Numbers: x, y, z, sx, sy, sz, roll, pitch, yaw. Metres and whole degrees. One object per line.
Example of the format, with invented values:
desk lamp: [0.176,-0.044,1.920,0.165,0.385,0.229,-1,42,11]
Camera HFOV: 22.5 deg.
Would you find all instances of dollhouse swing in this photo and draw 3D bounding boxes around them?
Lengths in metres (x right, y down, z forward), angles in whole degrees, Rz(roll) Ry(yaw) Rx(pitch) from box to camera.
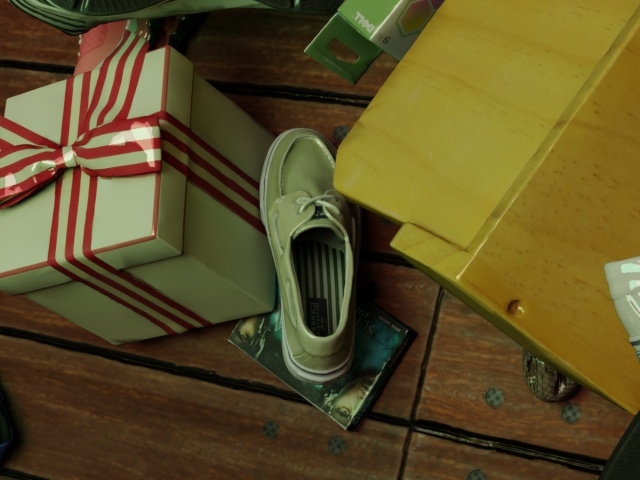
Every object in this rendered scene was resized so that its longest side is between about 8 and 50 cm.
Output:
dollhouse swing: [0.239,-0.073,1.550,0.347,0.315,0.305,-55,17,-5]

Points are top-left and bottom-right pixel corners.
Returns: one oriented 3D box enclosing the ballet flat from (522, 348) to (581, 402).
ballet flat: [0.237,0.034,1.573,0.084,0.058,0.249,5,80,31]

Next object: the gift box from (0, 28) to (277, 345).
gift box: [-0.212,-0.060,1.733,0.255,0.258,0.276,-18,60,25]

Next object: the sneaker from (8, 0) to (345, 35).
sneaker: [-0.138,-0.317,1.747,0.257,0.448,0.169,7,103,62]

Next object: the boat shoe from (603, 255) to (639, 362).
boat shoe: [0.408,-0.033,1.385,0.367,0.136,0.156,-27,84,1]

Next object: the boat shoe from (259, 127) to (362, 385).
boat shoe: [0.000,0.000,1.667,0.109,0.094,0.302,-1,59,-11]

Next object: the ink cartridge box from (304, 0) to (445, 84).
ink cartridge box: [0.091,-0.247,1.705,0.209,0.109,0.062,-50,57,10]

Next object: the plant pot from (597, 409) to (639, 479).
plant pot: [0.344,0.238,1.392,0.167,0.187,0.188,-50,57,26]

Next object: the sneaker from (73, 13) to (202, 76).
sneaker: [-0.237,-0.228,1.913,0.136,0.116,0.313,22,82,43]

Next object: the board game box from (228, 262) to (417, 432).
board game box: [-0.001,0.103,1.715,0.186,0.026,0.126,34,95,33]

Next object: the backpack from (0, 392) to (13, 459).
backpack: [-0.419,0.219,1.897,0.120,0.098,0.101,54,135,29]
